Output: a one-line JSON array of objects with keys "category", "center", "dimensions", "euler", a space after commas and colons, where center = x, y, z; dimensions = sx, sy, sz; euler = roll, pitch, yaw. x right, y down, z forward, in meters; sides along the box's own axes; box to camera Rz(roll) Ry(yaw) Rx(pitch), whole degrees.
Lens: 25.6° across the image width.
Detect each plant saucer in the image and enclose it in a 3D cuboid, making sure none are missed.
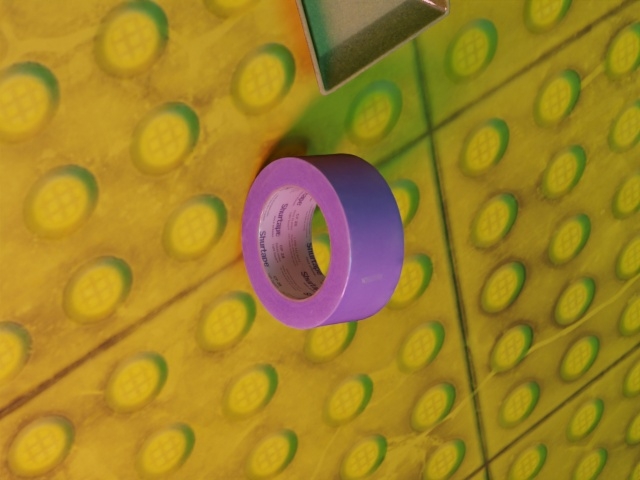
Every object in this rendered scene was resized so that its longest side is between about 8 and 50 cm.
[{"category": "plant saucer", "center": [0.043, -0.278, 1.499], "dimensions": [0.188, 0.045, 0.188], "euler": [-35, 137, -19]}]

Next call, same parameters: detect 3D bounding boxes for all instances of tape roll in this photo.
[{"category": "tape roll", "center": [0.000, 0.000, 1.548], "dimensions": [0.080, 0.189, 0.189], "euler": [-6, 122, -39]}]
